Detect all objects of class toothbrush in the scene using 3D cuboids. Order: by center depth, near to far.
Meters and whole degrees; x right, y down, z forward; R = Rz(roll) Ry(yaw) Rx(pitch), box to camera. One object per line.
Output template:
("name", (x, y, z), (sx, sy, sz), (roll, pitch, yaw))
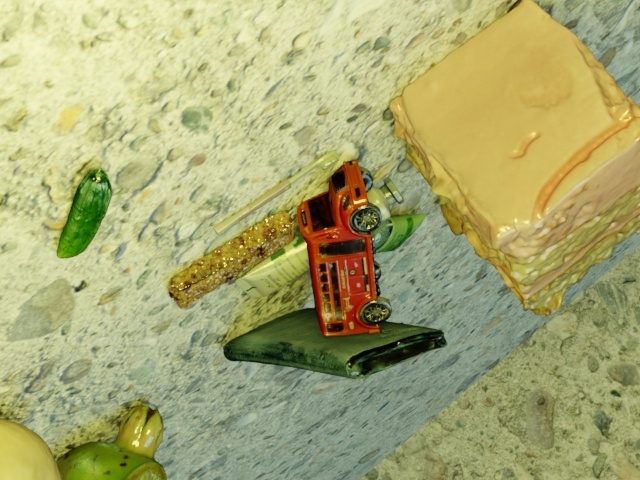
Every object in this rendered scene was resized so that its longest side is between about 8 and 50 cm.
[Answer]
("toothbrush", (-0.058, -0.064, 1.492), (0.194, 0.017, 0.014), (-32, 154, -7))

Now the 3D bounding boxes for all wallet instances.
("wallet", (0.010, 0.156, 1.741), (0.191, 0.046, 0.379), (-18, -170, -32))

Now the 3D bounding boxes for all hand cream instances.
("hand cream", (0.000, 0.000, 1.677), (0.276, 0.059, 0.095), (-34, 153, 3))
("hand cream", (0.114, -0.010, 1.847), (0.095, 0.046, 0.175), (-49, 159, 21))

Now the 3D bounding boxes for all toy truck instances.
("toy truck", (0.032, 0.015, 1.594), (0.114, 0.107, 0.252), (-9, 127, -1))

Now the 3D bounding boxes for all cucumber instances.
("cucumber", (-0.252, -0.031, 1.213), (0.039, 0.039, 0.168), (-20, 156, -39))

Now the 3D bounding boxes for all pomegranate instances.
("pomegranate", (-0.349, 0.381, 1.794), (0.190, 0.159, 0.241), (-15, 123, -62))

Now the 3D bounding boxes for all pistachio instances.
("pistachio", (-0.439, 0.321, 1.448), (0.187, 0.187, 0.299), (-39, 164, 5))

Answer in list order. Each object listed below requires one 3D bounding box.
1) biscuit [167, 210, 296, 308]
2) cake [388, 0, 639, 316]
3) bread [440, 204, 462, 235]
("biscuit", (-0.122, 0.026, 1.551), (0.199, 0.034, 0.064), (-31, 158, -15))
("cake", (0.291, -0.117, 1.556), (0.293, 0.314, 0.307), (-40, 151, 1))
("bread", (0.299, -0.108, 1.902), (0.239, 0.074, 0.092), (-43, 175, 17))
